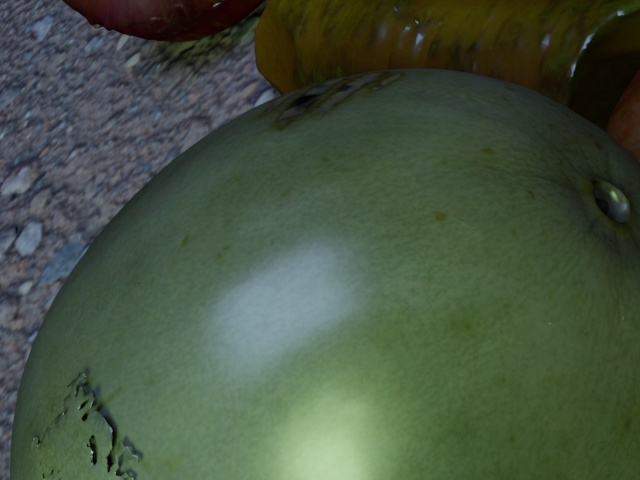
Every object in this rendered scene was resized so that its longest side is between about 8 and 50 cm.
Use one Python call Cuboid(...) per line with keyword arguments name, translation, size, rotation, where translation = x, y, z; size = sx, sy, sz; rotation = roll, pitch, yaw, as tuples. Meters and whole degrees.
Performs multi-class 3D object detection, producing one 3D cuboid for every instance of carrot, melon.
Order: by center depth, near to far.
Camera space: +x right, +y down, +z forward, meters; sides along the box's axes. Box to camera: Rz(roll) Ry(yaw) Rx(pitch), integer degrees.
Cuboid(name="melon", translation=(0.006, 0.084, 0.738), size=(0.330, 0.268, 0.268), rotation=(-43, 33, 32))
Cuboid(name="carrot", translation=(0.076, -0.093, 0.972), size=(0.302, 0.114, 0.114), rotation=(15, 70, 52))

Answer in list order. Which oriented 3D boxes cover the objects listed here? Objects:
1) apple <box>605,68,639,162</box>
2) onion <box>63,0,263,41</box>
Cuboid(name="apple", translation=(0.182, -0.033, 0.780), size=(0.102, 0.126, 0.126), rotation=(-33, 35, 51))
Cuboid(name="onion", translation=(-0.106, -0.256, 1.292), size=(0.230, 0.230, 0.163), rotation=(-31, -1, 26))
